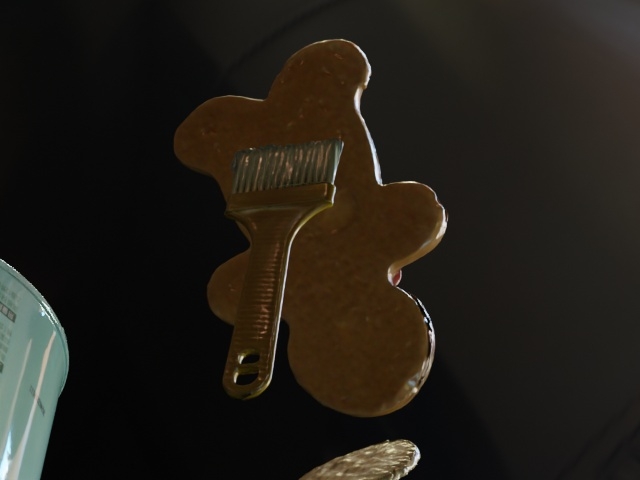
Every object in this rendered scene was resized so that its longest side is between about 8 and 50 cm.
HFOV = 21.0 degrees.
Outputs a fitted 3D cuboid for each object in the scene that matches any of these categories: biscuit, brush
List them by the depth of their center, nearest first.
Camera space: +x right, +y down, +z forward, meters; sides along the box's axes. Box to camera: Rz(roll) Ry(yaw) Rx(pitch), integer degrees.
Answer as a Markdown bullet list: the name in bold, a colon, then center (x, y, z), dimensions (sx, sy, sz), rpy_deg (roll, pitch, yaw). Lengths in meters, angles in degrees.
- **brush**: center (-0.035, 0.017, 1.187), dimensions (0.010, 0.083, 0.218), rpy_deg (65, 26, -49)
- **biscuit**: center (0.000, 0.000, 1.482), dimensions (0.339, 0.216, 0.047), rpy_deg (64, 6, 24)
- **biscuit**: center (0.026, 0.224, 1.632), dimensions (0.152, 0.152, 0.020), rpy_deg (-42, 111, -72)

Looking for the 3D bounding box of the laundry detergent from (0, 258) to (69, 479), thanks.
- **laundry detergent**: center (-0.338, 0.180, 1.178), dimensions (0.287, 0.287, 0.305), rpy_deg (25, 46, -20)
